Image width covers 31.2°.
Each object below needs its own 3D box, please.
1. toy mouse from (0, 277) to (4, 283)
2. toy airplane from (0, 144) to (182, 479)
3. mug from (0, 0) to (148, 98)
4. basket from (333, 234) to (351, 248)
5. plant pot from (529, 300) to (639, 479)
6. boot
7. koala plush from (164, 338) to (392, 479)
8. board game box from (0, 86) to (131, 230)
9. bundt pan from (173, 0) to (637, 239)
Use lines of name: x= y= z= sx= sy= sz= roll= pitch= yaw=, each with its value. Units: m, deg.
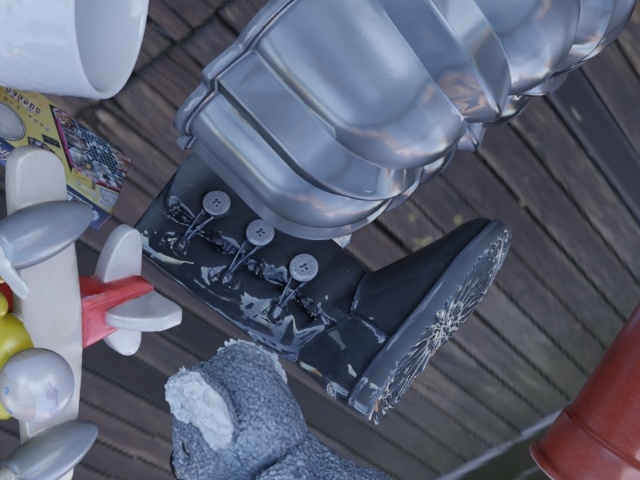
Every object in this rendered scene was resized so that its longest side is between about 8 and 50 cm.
toy mouse: x=-0.496 y=0.047 z=1.559 sx=0.143 sy=0.031 sz=0.161 roll=12 pitch=129 yaw=18
toy airplane: x=-0.344 y=0.126 z=1.394 sx=0.384 sy=0.272 sz=0.386 roll=-47 pitch=128 yaw=0
mug: x=-0.416 y=-0.387 z=1.509 sx=0.328 sy=0.374 sz=0.276 roll=8 pitch=170 yaw=9
basket: x=-0.012 y=-0.113 z=2.061 sx=0.201 sy=0.255 sz=0.289 roll=17 pitch=103 yaw=11
plant pot: x=0.429 y=0.198 z=1.348 sx=0.272 sy=0.272 sz=0.265 roll=20 pitch=101 yaw=-38
boot: x=-0.001 y=0.001 z=1.641 sx=0.367 sy=0.445 sz=0.146 roll=-46 pitch=156 yaw=-25
koala plush: x=-0.050 y=0.192 z=0.986 sx=0.203 sy=0.221 sz=0.196 roll=-28 pitch=175 yaw=18
board game box: x=-0.416 y=-0.141 z=1.776 sx=0.243 sy=0.165 sz=0.042 roll=37 pitch=120 yaw=-20
bundt pan: x=0.071 y=-0.115 z=0.747 sx=0.331 sy=0.124 sz=0.331 roll=-36 pitch=176 yaw=-3
